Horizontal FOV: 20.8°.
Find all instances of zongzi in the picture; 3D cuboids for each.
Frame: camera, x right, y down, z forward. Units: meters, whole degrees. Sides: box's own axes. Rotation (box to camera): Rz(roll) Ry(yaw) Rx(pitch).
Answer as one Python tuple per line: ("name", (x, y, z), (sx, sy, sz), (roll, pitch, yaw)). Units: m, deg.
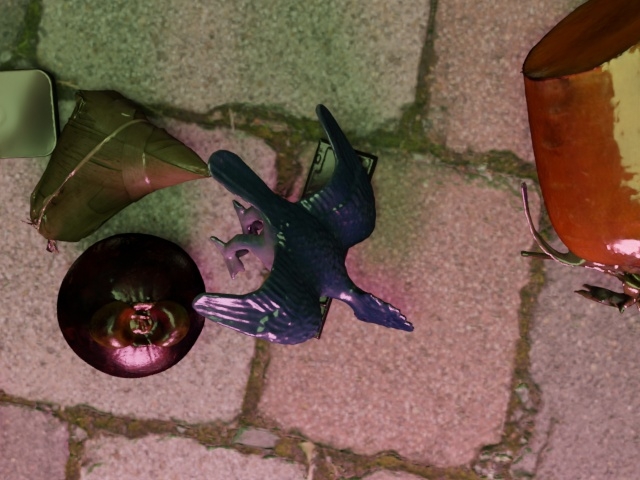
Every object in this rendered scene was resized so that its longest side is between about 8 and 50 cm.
("zongzi", (-0.200, -0.033, 1.701), (0.178, 0.081, 0.189), (36, 107, 31))

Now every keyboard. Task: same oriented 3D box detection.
("keyboard", (0.000, 0.000, 1.746), (0.064, 0.010, 0.198), (19, 103, 5))

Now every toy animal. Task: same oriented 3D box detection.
("toy animal", (-0.013, 0.001, 1.671), (0.176, 0.255, 0.239), (9, 62, 33))

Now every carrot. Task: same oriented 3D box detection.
("carrot", (0.290, -0.073, 1.596), (0.214, 0.193, 0.331), (-23, 105, -26))

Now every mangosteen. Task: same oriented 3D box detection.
("mangosteen", (-0.186, 0.066, 1.714), (0.152, 0.152, 0.152), (1, 102, 7))

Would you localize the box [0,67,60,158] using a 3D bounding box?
("box", (-0.324, -0.127, 1.750), (0.126, 0.031, 0.091), (-4, 101, 7))
